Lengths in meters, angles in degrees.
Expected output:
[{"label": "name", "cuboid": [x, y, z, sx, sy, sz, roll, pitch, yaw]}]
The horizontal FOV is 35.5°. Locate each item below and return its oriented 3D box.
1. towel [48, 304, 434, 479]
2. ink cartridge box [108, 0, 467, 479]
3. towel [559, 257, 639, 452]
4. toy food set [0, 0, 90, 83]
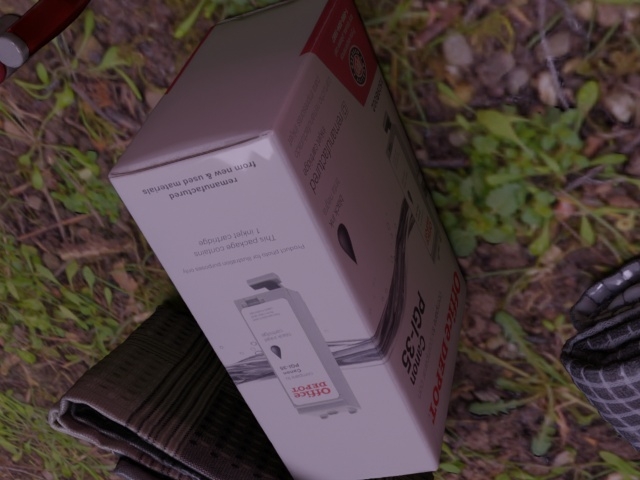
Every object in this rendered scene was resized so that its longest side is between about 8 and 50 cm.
[{"label": "towel", "cuboid": [-0.046, 0.171, 0.827, 0.312, 0.324, 0.056, 29, 98, 0]}, {"label": "ink cartridge box", "cuboid": [0.000, 0.000, 0.702, 0.117, 0.207, 0.283, -12, 123, 24]}, {"label": "towel", "cuboid": [0.343, 0.094, 0.681, 0.235, 0.121, 0.284, 45, 133, -16]}, {"label": "toy food set", "cuboid": [-0.245, -0.182, 0.734, 0.111, 0.104, 0.232, 44, 133, -14]}]
